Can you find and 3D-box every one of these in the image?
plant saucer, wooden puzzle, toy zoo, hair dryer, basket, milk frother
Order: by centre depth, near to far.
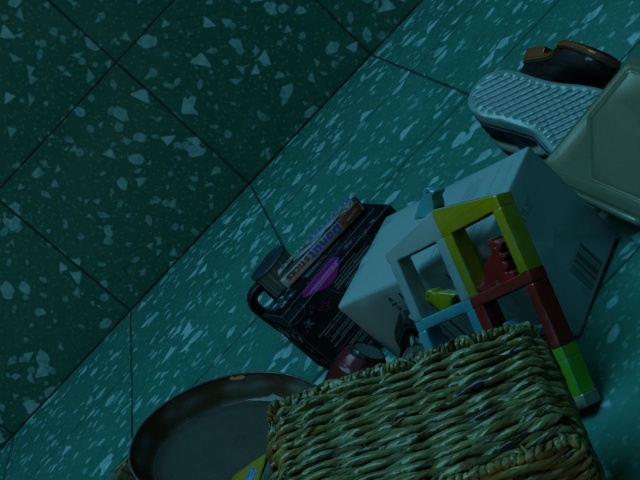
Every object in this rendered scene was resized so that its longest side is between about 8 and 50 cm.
[{"bbox_3d":[0.116,0.246,1.132,0.299,0.213,0.223,-20,25,6],"label":"basket"},{"bbox_3d":[0.181,0.072,1.360,0.030,0.293,0.192,-16,-9,-43],"label":"toy zoo"},{"bbox_3d":[0.415,-0.127,1.530,0.238,0.044,0.221,-46,37,-8],"label":"wooden puzzle"},{"bbox_3d":[0.041,0.225,1.538,0.293,0.080,0.223,123,167,-56],"label":"hair dryer"},{"bbox_3d":[-0.130,0.301,1.784,0.311,0.050,0.310,-10,27,5],"label":"plant saucer"},{"bbox_3d":[-0.051,0.098,2.133,0.129,0.135,0.143,-53,17,-15],"label":"milk frother"}]

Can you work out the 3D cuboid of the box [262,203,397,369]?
[{"bbox_3d":[0.053,0.078,1.901,0.247,0.142,0.163,-49,14,-10],"label":"box"}]

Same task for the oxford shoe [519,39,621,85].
[{"bbox_3d":[0.399,-0.261,1.940,0.271,0.097,0.098,-165,96,-77],"label":"oxford shoe"}]

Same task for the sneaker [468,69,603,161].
[{"bbox_3d":[0.358,-0.151,1.718,0.126,0.127,0.321,-49,41,-5],"label":"sneaker"}]

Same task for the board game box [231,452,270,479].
[{"bbox_3d":[-0.025,0.398,1.151,0.064,0.242,0.316,-38,18,35],"label":"board game box"}]

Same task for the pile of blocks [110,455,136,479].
[{"bbox_3d":[-0.241,0.396,1.893,0.362,0.149,0.112,-46,15,5],"label":"pile of blocks"}]

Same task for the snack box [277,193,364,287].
[{"bbox_3d":[0.000,0.000,1.925,0.178,0.022,0.064,-46,12,6],"label":"snack box"}]

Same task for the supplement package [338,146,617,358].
[{"bbox_3d":[0.198,0.040,1.543,0.293,0.175,0.177,-26,28,51],"label":"supplement package"}]
